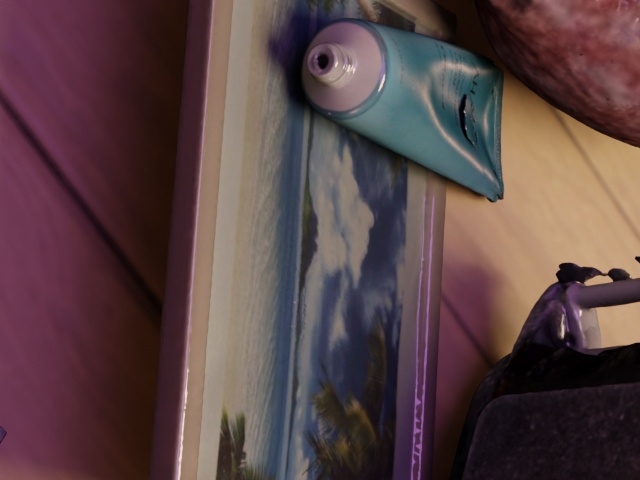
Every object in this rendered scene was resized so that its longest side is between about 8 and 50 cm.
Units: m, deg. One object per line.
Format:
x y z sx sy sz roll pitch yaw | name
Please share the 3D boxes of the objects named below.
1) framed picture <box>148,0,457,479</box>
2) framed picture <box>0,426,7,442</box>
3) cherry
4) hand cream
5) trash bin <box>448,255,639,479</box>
0.000 0.000 0.854 0.232 0.024 0.315 18 71 -55 | framed picture
-0.252 0.088 0.759 0.183 0.011 0.142 42 64 -17 | framed picture
0.205 -0.160 0.954 0.300 0.203 0.230 -9 90 -30 | cherry
0.053 -0.072 0.891 0.224 0.048 0.083 10 78 -61 | hand cream
0.252 0.201 0.906 0.367 0.256 0.296 31 63 -30 | trash bin
